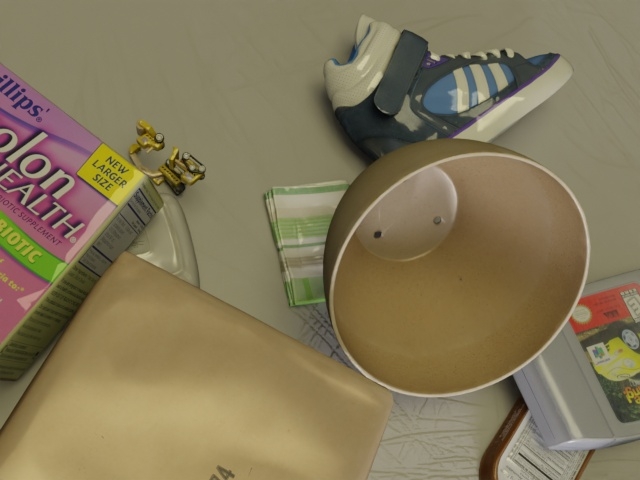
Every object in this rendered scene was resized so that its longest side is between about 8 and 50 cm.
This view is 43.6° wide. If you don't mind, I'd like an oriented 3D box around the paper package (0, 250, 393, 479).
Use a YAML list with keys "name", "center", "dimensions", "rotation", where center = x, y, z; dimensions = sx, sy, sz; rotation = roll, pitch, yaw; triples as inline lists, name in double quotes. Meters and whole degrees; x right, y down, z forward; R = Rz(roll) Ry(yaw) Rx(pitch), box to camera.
- name: "paper package"
  center: [-0.136, 0.229, 0.722]
  dimensions: [0.309, 0.168, 0.325]
  rotation: [29, 60, -5]

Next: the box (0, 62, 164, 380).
- name: "box"
  center: [-0.320, -0.021, 0.795]
  dimensions: [0.213, 0.117, 0.243]
  rotation: [37, 79, 5]

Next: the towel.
- name: "towel"
  center: [0.000, 0.000, 0.977]
  dimensions: [0.113, 0.023, 0.152]
  rotation: [-8, 72, -18]

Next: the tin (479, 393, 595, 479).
- name: "tin"
  center: [0.264, 0.249, 0.955]
  dimensions: [0.106, 0.040, 0.190]
  rotation: [37, 64, 4]

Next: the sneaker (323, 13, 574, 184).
- name: "sneaker"
  center: [0.158, -0.228, 1.051]
  dimensions: [0.322, 0.130, 0.236]
  rotation: [-35, 87, -19]

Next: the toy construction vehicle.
- name: "toy construction vehicle"
  center: [-0.181, -0.088, 0.922]
  dimensions: [0.098, 0.086, 0.035]
  rotation: [40, 70, 0]

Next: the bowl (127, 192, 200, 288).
- name: "bowl"
  center: [-0.210, 0.011, 0.894]
  dimensions: [0.142, 0.053, 0.142]
  rotation: [-11, 73, -19]

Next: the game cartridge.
- name: "game cartridge"
  center: [0.369, 0.145, 0.992]
  dimensions: [0.294, 0.060, 0.196]
  rotation: [-12, 72, -28]

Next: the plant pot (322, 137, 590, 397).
- name: "plant pot"
  center: [0.123, 0.003, 0.896]
  dimensions: [0.284, 0.284, 0.191]
  rotation: [1, 26, -16]
